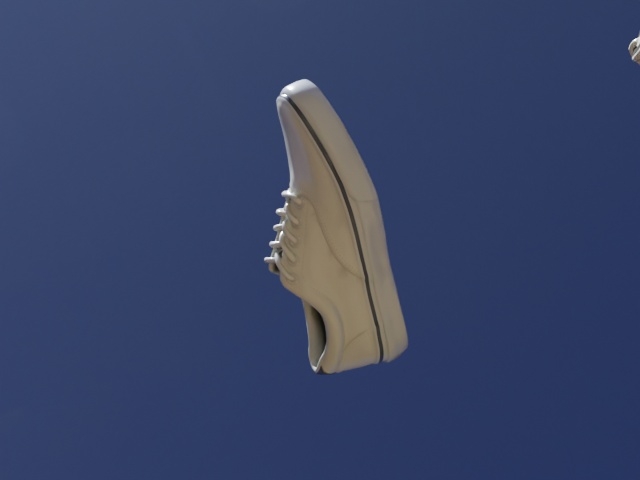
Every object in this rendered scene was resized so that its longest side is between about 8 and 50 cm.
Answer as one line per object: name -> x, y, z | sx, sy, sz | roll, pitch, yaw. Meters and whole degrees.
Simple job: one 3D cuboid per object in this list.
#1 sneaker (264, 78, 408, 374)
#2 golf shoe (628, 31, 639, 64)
sneaker -> 0.000, 0.000, 0.966 | 0.091, 0.094, 0.258 | -23, -69, -14
golf shoe -> 0.251, -0.158, 0.802 | 0.120, 0.273, 0.105 | -41, -74, 9
